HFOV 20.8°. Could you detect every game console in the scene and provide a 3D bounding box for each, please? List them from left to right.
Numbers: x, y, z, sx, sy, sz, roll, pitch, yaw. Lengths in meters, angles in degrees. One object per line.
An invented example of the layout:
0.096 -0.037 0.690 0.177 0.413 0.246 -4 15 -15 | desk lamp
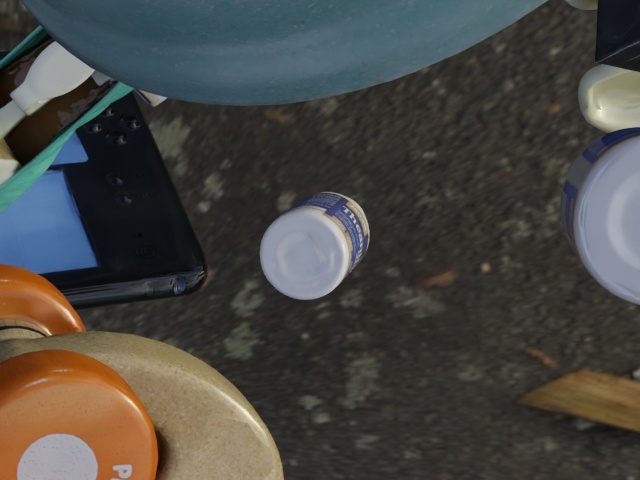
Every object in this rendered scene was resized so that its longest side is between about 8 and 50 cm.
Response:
-0.335 -0.057 1.681 0.387 0.060 0.342 -7 45 -24 | game console

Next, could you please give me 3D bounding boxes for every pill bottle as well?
0.000 0.000 1.313 0.067 0.120 0.067 3 102 12 | pill bottle
0.300 -0.028 1.606 0.152 0.272 0.152 0 96 5 | pill bottle

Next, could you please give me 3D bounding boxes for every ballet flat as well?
-0.199 -0.090 1.154 0.247 0.087 0.083 -38 85 19 | ballet flat

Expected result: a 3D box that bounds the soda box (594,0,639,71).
0.127 -0.082 0.390 0.053 0.169 0.060 10 77 -20 | soda box

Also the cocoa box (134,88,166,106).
-0.098 -0.324 1.353 0.347 0.228 0.231 -39 62 1 | cocoa box

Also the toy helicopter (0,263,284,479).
-0.148 0.202 0.757 0.235 0.140 0.355 40 89 -29 | toy helicopter

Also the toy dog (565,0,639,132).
0.395 -0.353 1.780 0.395 0.284 0.408 -3 46 -10 | toy dog

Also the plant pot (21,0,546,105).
-0.031 -0.217 0.544 0.293 0.196 0.293 -12 59 21 | plant pot
